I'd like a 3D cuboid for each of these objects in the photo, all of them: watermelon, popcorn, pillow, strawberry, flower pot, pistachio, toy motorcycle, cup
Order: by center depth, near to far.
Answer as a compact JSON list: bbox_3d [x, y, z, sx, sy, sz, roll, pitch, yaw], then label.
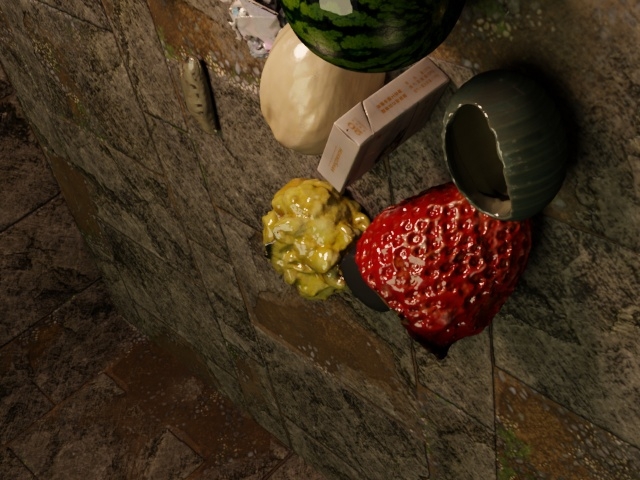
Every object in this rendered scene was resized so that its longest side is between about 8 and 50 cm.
[{"bbox_3d":[0.076,-0.387,1.200,0.285,0.285,0.285,37,149,26],"label":"watermelon"},{"bbox_3d":[0.288,-0.147,1.294,0.189,0.157,0.243,19,139,49],"label":"flower pot"},{"bbox_3d":[0.006,-0.296,1.517,0.226,0.208,0.332,9,133,-10],"label":"pistachio"},{"bbox_3d":[0.233,0.026,1.524,0.292,0.310,0.292,46,-178,-2],"label":"strawberry"},{"bbox_3d":[-0.135,-0.438,1.645,0.239,0.108,0.204,47,153,9],"label":"toy motorcycle"},{"bbox_3d":[0.162,0.064,1.726,0.223,0.176,0.169,43,149,19],"label":"cup"},{"bbox_3d":[0.000,0.000,1.865,0.252,0.215,0.286,-1,125,29],"label":"popcorn"},{"bbox_3d":[-0.312,-0.366,2.069,0.093,0.051,0.241,32,149,33],"label":"pillow"}]

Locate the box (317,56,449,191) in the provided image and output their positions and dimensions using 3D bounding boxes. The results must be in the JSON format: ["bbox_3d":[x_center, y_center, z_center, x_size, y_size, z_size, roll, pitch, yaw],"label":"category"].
[{"bbox_3d":[0.106,-0.198,1.427,0.067,0.233,0.149,44,152,13],"label":"box"}]
